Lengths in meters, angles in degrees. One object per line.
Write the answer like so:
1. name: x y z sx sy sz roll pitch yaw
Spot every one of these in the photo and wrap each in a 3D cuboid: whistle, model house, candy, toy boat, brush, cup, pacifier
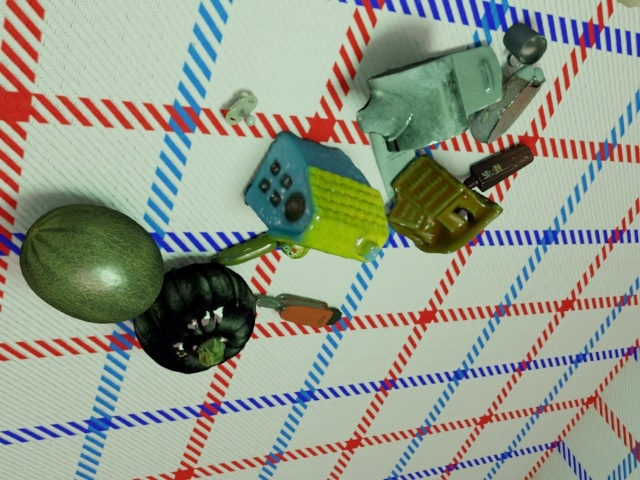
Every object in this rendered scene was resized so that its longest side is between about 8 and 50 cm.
1. whistle: 0.250 -0.321 1.710 0.405 0.188 0.168 -33 111 -49
2. model house: 0.282 -0.088 1.965 0.239 0.173 0.268 33 118 -23
3. candy: -0.001 -0.002 1.947 0.262 0.077 0.073 -9 107 -47
4. toy boat: 0.450 -0.343 1.894 0.227 0.085 0.155 -54 161 25
5. brush: -0.059 0.197 2.132 0.323 0.051 0.070 17 122 -42
6. cup: 0.470 -0.453 1.798 0.078 0.077 0.100 16 120 -42
7. model house: 0.006 -0.073 1.727 0.237 0.303 0.215 14 115 -40
8. pacifier: -0.156 -0.262 1.603 0.083 0.064 0.068 -41 157 11

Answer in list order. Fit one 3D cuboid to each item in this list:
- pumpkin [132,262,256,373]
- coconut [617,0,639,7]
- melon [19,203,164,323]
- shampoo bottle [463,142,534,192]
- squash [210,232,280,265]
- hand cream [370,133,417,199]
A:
1. pumpkin: -0.282 0.207 1.831 0.296 0.296 0.295 -18 138 -17
2. coconut: 0.726 -0.622 1.682 0.245 0.233 0.233 -16 137 -30
3. melon: -0.467 0.046 1.579 0.237 0.237 0.302 -44 137 14
4. shampoo bottle: 0.460 -0.187 2.070 0.236 0.068 0.067 -29 149 -7
5. squash: -0.181 0.026 1.888 0.183 0.052 0.052 -20 138 -10
6. hand cream: 0.183 -0.212 1.881 0.109 0.067 0.320 -33 145 -2
